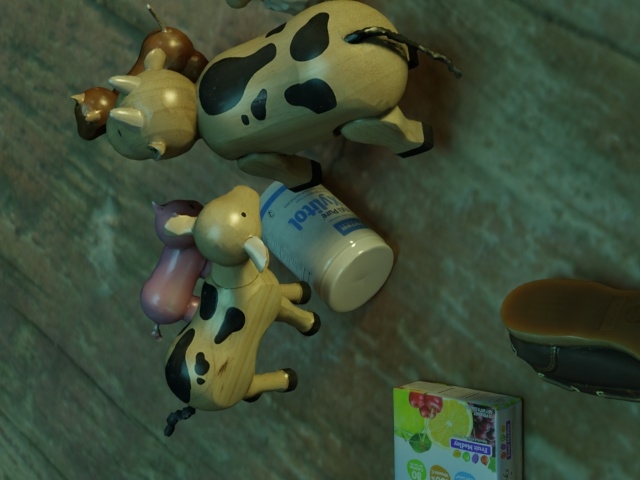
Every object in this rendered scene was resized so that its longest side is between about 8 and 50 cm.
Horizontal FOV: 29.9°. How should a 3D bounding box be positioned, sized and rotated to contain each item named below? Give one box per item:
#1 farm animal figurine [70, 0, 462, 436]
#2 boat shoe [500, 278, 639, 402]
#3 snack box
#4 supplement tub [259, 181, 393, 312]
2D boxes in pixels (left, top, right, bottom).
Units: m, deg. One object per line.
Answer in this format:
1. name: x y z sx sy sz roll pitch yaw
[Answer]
1. farm animal figurine: -0.061 -0.068 0.875 0.326 0.172 0.330 -34 64 22
2. boat shoe: 0.216 0.072 0.779 0.207 0.073 0.073 10 140 46
3. snack box: 0.105 0.185 0.916 0.100 0.037 0.141 6 100 44
4. supplement tub: 0.000 0.000 0.969 0.107 0.071 0.071 41 122 32
